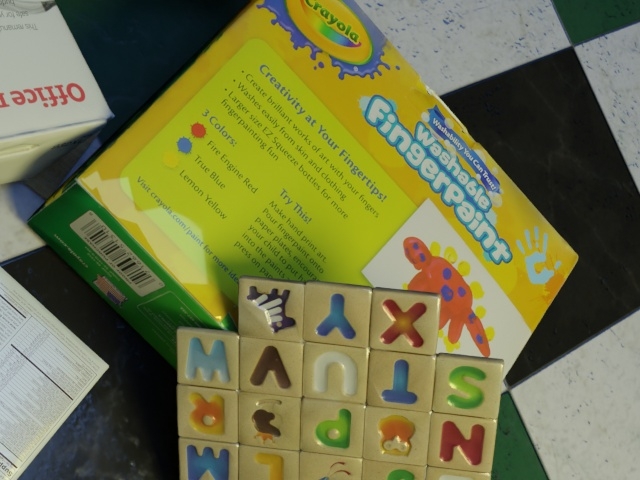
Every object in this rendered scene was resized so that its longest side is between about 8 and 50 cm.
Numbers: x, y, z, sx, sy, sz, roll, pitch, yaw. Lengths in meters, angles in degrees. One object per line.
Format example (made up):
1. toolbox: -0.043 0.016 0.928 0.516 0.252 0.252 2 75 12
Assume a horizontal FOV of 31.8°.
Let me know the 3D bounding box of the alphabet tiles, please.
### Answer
1. alphabet tiles: 0.010 0.191 1.006 0.285 0.343 0.011 5 26 7

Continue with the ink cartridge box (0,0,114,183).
1. ink cartridge box: -0.351 -0.195 0.954 0.223 0.129 0.307 -22 84 -56

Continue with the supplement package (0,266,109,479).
1. supplement package: -0.312 0.141 0.888 0.149 0.194 0.203 45 57 -12

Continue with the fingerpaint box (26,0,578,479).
1. fingerpaint box: 0.000 0.000 1.141 0.445 0.163 0.371 46 59 -13

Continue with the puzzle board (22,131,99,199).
1. puzzle board: -0.289 -0.114 1.087 0.128 0.011 0.096 40 61 -16
